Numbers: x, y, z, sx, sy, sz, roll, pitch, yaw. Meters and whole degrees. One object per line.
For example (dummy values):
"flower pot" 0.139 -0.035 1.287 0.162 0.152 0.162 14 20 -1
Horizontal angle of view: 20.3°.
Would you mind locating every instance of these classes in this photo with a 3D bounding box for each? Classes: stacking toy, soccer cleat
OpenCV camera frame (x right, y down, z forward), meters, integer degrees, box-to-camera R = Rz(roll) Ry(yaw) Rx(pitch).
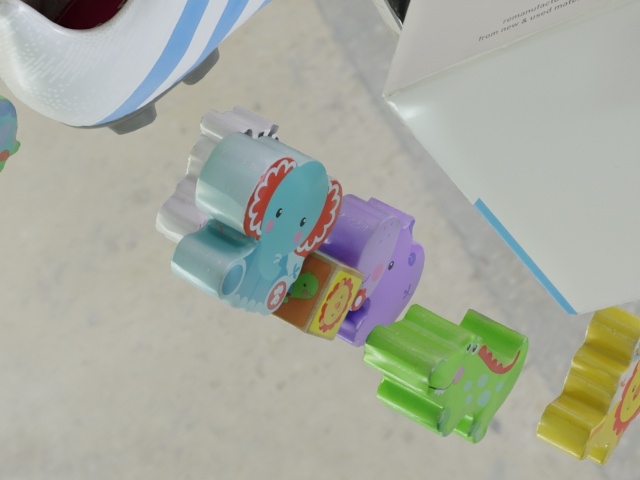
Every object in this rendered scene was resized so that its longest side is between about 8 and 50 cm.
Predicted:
"stacking toy" 0.000 0.000 0.505 0.167 0.221 0.052 27 92 23
"soccer cleat" -0.035 -0.189 0.901 0.331 0.143 0.116 -43 59 -5

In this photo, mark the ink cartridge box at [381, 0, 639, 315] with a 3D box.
"ink cartridge box" 0.090 -0.070 0.475 0.090 0.143 0.092 -20 127 35

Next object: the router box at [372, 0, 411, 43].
"router box" 0.109 -0.235 0.615 0.309 0.081 0.243 -30 104 2
